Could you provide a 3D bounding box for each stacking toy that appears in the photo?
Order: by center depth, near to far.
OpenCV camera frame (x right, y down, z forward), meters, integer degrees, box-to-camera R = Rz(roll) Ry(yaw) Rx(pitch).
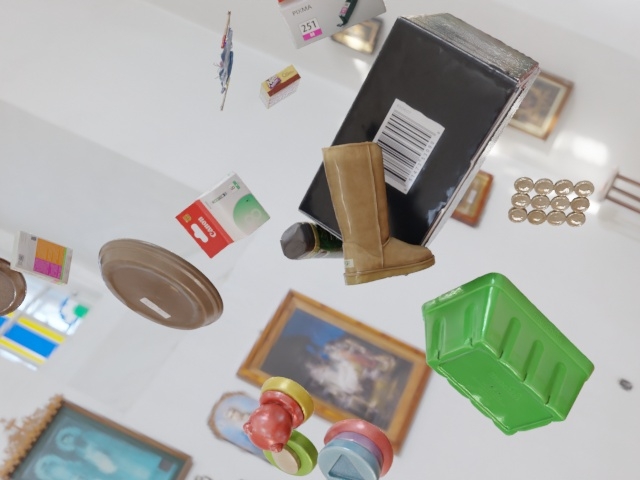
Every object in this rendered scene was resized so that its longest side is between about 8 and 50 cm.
[{"bbox_3d":[-0.022,0.459,1.639,0.130,0.309,0.279,-52,-19,-47],"label":"stacking toy"}]

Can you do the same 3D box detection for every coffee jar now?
[{"bbox_3d":[0.000,0.000,1.841,0.185,0.079,0.096,-1,-24,-41],"label":"coffee jar"}]

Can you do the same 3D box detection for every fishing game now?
[{"bbox_3d":[-0.271,-0.504,2.204,0.264,0.041,0.189,102,176,-61],"label":"fishing game"}]

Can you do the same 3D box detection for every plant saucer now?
[{"bbox_3d":[-0.329,0.099,1.599,0.277,0.278,0.041,103,-171,-56],"label":"plant saucer"},{"bbox_3d":[-0.900,0.130,2.140,0.036,0.199,0.198,-50,4,43],"label":"plant saucer"}]

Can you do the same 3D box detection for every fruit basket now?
[{"bbox_3d":[0.423,0.218,1.847,0.283,0.392,0.392,-31,17,42],"label":"fruit basket"}]

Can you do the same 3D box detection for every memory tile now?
[{"bbox_3d":[0.437,-0.073,1.505,0.012,0.148,0.113,-78,-10,-48],"label":"memory tile"}]

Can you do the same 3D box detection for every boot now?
[{"bbox_3d":[0.122,-0.062,1.557,0.236,0.089,0.269,-11,-86,-40],"label":"boot"}]

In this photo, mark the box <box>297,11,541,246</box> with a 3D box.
[{"bbox_3d":[0.242,-0.242,1.815,0.479,0.297,0.472,-61,-11,24],"label":"box"}]

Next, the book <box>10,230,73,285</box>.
[{"bbox_3d":[-0.669,0.045,1.900,0.144,0.035,0.096,29,-132,-45],"label":"book"}]

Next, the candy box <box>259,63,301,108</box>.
[{"bbox_3d":[-0.121,-0.449,2.325,0.109,0.053,0.187,-33,3,-5],"label":"candy box"}]

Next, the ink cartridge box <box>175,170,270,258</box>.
[{"bbox_3d":[-0.292,-0.071,2.371,0.225,0.181,0.056,-40,22,-5],"label":"ink cartridge box"}]

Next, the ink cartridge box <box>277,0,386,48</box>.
[{"bbox_3d":[0.013,-0.677,2.131,0.060,0.275,0.238,-103,-10,-48],"label":"ink cartridge box"}]
